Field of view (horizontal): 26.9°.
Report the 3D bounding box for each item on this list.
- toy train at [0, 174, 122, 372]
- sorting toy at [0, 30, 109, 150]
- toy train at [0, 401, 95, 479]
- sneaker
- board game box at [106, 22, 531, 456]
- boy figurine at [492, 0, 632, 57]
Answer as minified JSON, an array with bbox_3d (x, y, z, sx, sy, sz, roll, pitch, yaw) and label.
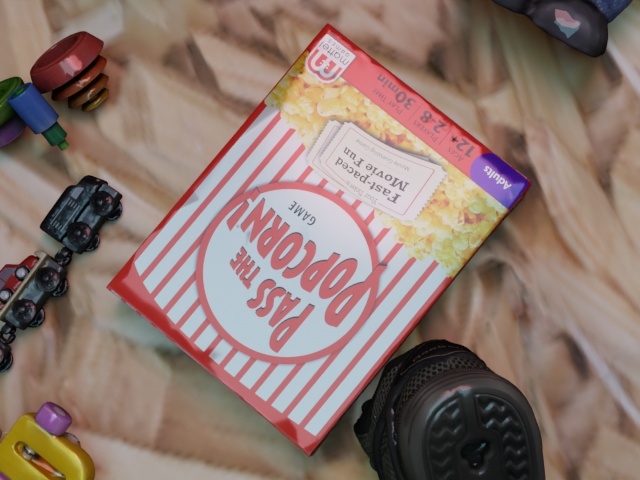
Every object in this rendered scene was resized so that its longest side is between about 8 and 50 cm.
[{"bbox_3d":[-0.170,0.029,0.761,0.036,0.027,0.158,34,84,10],"label":"toy train"},{"bbox_3d":[-0.160,-0.076,0.768,0.102,0.061,0.042,-33,116,5],"label":"sorting toy"},{"bbox_3d":[-0.172,0.155,0.737,0.125,0.046,0.166,-27,83,8],"label":"toy train"},{"bbox_3d":[0.077,0.154,0.711,0.087,0.130,0.227,-14,109,-4],"label":"sneaker"},{"bbox_3d":[0.000,0.000,0.748,0.147,0.045,0.193,38,85,7],"label":"board game box"},{"bbox_3d":[0.193,-0.236,0.707,0.177,0.092,0.285,34,108,1],"label":"boy figurine"}]
